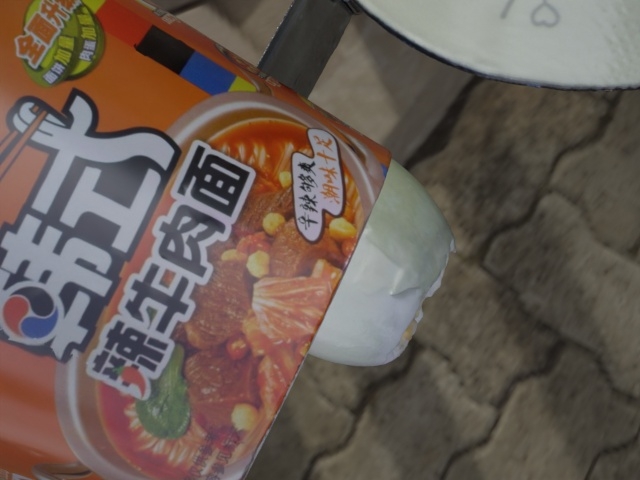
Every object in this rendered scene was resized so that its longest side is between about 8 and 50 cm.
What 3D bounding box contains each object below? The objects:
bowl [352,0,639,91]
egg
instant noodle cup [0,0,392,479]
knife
[{"bbox_3d":[0.113,-0.187,0.799,0.237,0.238,0.126,20,142,12],"label":"bowl"},{"bbox_3d":[0.000,0.000,1.630,0.217,0.183,0.183,30,111,6],"label":"egg"},{"bbox_3d":[-0.096,0.009,0.845,0.192,0.250,0.250,26,111,-2],"label":"instant noodle cup"},{"bbox_3d":[-0.006,-0.121,1.142,0.019,0.072,0.245,25,82,25],"label":"knife"}]
